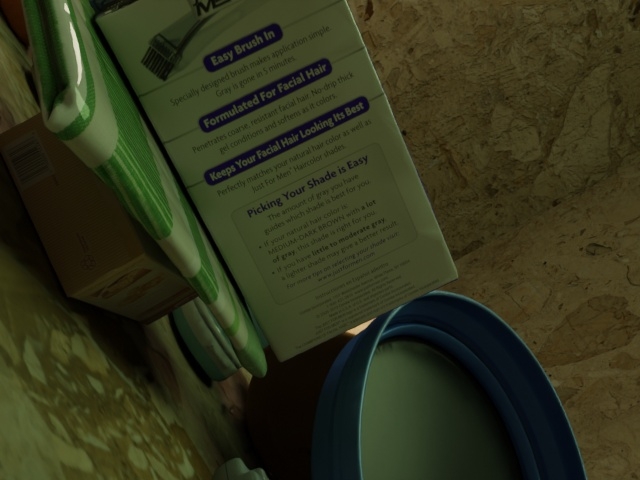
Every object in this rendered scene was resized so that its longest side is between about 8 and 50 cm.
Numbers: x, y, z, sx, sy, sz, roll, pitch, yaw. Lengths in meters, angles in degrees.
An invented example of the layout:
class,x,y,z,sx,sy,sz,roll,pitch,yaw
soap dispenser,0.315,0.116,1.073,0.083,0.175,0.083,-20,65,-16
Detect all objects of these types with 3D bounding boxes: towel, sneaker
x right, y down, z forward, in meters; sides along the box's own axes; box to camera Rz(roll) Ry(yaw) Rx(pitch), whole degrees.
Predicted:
class,x,y,z,sx,sy,sz,roll,pitch,yaw
towel,-0.141,-0.059,0.698,0.248,0.038,0.325,63,-1,40
sneaker,-0.076,0.018,1.040,0.127,0.208,0.319,59,1,-34

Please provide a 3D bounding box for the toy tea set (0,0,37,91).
class,x,y,z,sx,sy,sz,roll,pitch,yaw
toy tea set,-0.217,-0.153,0.967,0.336,0.124,0.200,61,1,-34

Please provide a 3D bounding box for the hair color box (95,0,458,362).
class,x,y,z,sx,sy,sz,roll,pitch,yaw
hair color box,-0.030,-0.084,0.761,0.110,0.185,0.339,-116,-179,-66

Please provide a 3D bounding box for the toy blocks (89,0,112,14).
class,x,y,z,sx,sy,sz,roll,pitch,yaw
toy blocks,-0.156,-0.222,1.023,0.381,0.191,0.261,22,-23,41

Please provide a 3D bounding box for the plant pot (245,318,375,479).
class,x,y,z,sx,sy,sz,roll,pitch,yaw
plant pot,0.039,0.185,1.047,0.291,0.291,0.203,61,16,3

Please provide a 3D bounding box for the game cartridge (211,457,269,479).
class,x,y,z,sx,sy,sz,roll,pitch,yaw
game cartridge,0.004,0.334,0.694,0.294,0.060,0.196,61,-3,-26

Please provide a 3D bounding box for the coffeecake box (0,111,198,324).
class,x,y,z,sx,sy,sz,roll,pitch,yaw
coffeecake box,-0.175,-0.015,0.729,0.142,0.068,0.185,61,0,14

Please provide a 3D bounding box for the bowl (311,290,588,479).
class,x,y,z,sx,sy,sz,roll,pitch,yaw
bowl,0.141,0.245,0.865,0.391,0.077,0.391,27,51,-39
